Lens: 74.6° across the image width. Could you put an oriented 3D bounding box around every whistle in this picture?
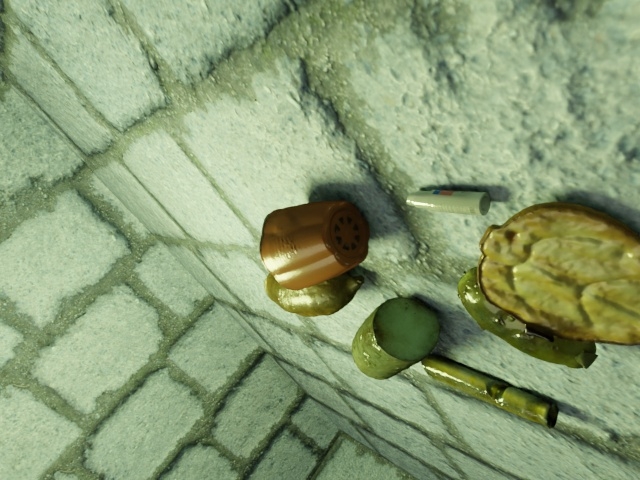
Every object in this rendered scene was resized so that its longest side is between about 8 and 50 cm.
[{"bbox_3d":[0.382,0.347,0.994,0.326,0.057,0.068,10,141,49],"label":"whistle"}]

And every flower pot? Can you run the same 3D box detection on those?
[{"bbox_3d":[0.000,0.000,0.857,0.173,0.191,0.191,-16,121,46],"label":"flower pot"}]

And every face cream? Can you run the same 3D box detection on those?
[{"bbox_3d":[0.187,-0.059,0.634,0.130,0.034,0.034,10,141,48],"label":"face cream"}]

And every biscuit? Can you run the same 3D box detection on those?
[{"bbox_3d":[0.334,0.055,0.552,0.260,0.041,0.203,29,128,11],"label":"biscuit"}]

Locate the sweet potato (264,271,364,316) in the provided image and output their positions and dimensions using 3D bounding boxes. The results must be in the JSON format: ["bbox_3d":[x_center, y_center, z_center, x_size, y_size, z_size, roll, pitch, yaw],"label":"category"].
[{"bbox_3d":[-0.023,0.131,1.115,0.158,0.158,0.369,50,155,-18],"label":"sweet potato"}]

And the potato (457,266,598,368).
[{"bbox_3d":[0.321,0.122,0.670,0.225,0.090,0.117,37,160,18],"label":"potato"}]

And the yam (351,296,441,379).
[{"bbox_3d":[0.168,0.238,1.002,0.161,0.161,0.268,37,155,9],"label":"yam"}]
